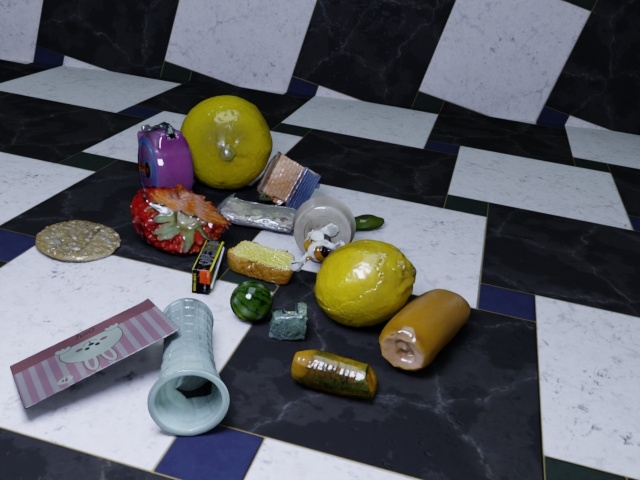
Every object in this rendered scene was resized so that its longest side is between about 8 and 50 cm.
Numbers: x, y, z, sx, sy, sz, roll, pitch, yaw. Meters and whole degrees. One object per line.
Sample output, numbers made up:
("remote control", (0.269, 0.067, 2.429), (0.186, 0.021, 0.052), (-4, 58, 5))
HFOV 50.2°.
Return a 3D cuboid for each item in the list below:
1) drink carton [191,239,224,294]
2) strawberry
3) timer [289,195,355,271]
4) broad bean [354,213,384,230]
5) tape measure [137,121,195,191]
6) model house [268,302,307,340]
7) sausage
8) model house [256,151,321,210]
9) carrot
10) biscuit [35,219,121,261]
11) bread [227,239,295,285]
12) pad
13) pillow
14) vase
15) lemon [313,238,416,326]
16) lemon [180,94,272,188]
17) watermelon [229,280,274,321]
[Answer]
("drink carton", (-0.282, 0.066, 1.722), (0.056, 0.071, 0.166), (5, 27, 1))
("strawberry", (-0.405, -0.055, 1.867), (0.253, 0.150, 0.280), (15, 15, -34))
("timer", (0.000, 0.000, 1.776), (0.175, 0.175, 0.266), (8, 19, 2))
("broad bean", (0.091, -0.047, 2.083), (0.254, 0.046, 0.065), (-11, 38, -30))
("tape measure", (-0.479, -0.246, 2.120), (0.149, 0.245, 0.231), (-10, 14, -30))
("model house", (-0.073, 0.181, 1.528), (0.083, 0.079, 0.066), (3, 24, -6))
("sausage", (0.252, 0.185, 1.572), (0.134, 0.116, 0.354), (7, 19, 27))
("model house", (-0.100, -0.179, 2.201), (0.172, 0.166, 0.183), (25, 5, -13))
("carrot", (0.028, 0.267, 1.373), (0.173, 0.082, 0.082), (8, 25, 10))
("biscuit", (-0.642, 0.000, 1.812), (0.219, 0.033, 0.220), (7, 27, -3))
("bread", (-0.148, 0.059, 1.781), (0.187, 0.065, 0.103), (12, 24, 13))
("pad", (-0.439, 0.207, 1.317), (0.299, 0.005, 0.202), (-26, 25, -23))
("pillow", (-0.186, -0.071, 2.048), (0.255, 0.059, 0.169), (11, 25, 4))
("vase", (-0.259, 0.228, 1.326), (0.143, 0.143, 0.299), (1, 22, -12))
("lemon", (0.102, 0.099, 1.585), (0.260, 0.204, 0.204), (-17, 14, 27))
("lemon", (-0.312, -0.324, 2.252), (0.336, 0.336, 0.336), (6, 25, -3))
("watermelon", (-0.155, 0.140, 1.571), (0.109, 0.109, 0.109), (6, 25, -3))
